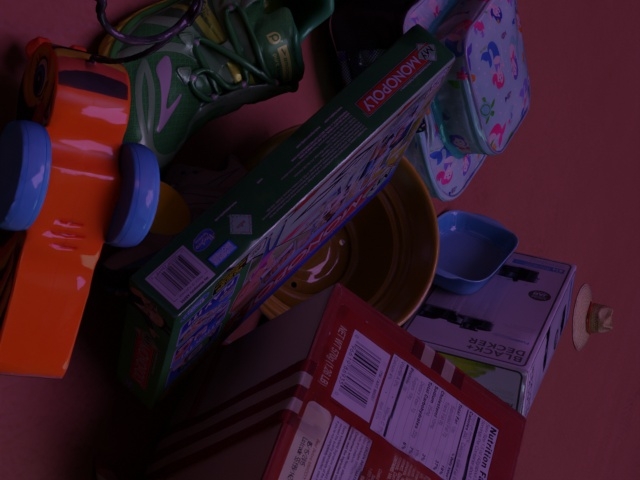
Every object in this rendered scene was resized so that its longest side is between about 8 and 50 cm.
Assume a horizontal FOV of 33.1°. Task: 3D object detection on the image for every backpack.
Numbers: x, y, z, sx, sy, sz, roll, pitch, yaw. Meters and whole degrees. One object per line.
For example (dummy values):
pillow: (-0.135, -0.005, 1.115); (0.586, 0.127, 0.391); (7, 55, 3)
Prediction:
backpack: (0.128, -0.175, 1.211); (0.225, 0.191, 0.253); (-52, 143, -45)

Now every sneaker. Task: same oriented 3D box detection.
sneaker: (-0.123, -0.019, 0.915); (0.191, 0.071, 0.083); (-32, 86, -44)
sneaker: (-0.083, -0.155, 0.884); (0.295, 0.124, 0.109); (-56, 141, -39)

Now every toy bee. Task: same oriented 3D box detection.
toy bee: (-0.164, -0.062, 0.733); (0.298, 0.162, 0.195); (-48, 129, 9)

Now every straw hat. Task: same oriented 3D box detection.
straw hat: (0.552, 0.155, 2.147); (0.144, 0.061, 0.144); (-20, 113, -59)

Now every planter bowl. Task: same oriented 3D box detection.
planter bowl: (0.000, 0.000, 1.053); (0.217, 0.090, 0.217); (4, 77, -20)

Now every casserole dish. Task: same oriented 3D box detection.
casserole dish: (0.187, 0.018, 1.424); (0.188, 0.114, 0.037); (-39, 148, -51)

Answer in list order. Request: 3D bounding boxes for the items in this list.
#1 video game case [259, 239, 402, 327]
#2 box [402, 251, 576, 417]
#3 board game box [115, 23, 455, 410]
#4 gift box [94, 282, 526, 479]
video game case: (0.023, 0.087, 1.210); (0.248, 0.035, 0.274); (56, 47, -49)
box: (0.219, 0.112, 1.393); (0.290, 0.169, 0.087); (-45, 143, -55)
board game box: (-0.031, -0.016, 0.865); (0.317, 0.046, 0.213); (-44, 170, -27)
gift box: (-0.021, 0.196, 0.904); (0.276, 0.258, 0.255); (40, 50, -15)
